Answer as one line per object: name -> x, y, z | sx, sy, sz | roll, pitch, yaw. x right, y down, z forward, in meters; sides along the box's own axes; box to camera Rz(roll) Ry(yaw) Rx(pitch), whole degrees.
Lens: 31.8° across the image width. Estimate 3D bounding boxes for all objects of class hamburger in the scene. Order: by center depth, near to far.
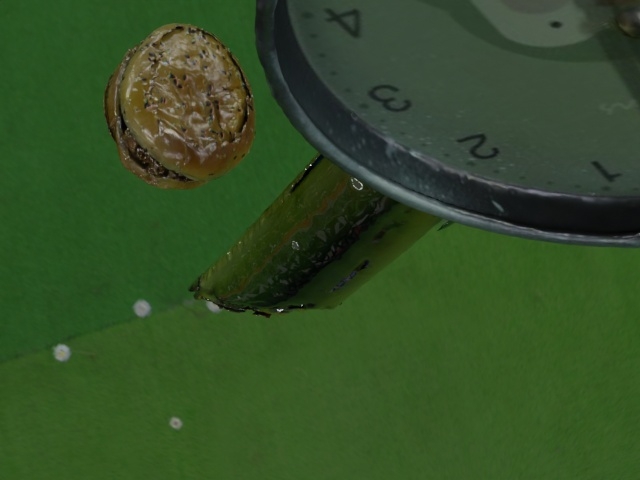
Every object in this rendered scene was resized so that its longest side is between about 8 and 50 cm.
hamburger -> -0.145, -0.149, 1.216 | 0.185, 0.113, 0.177 | -37, 91, -35

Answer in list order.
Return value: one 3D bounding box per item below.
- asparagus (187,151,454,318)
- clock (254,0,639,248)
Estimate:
asparagus -> 0.000, 0.000, 1.028 | 0.128, 0.382, 0.108 | 37, 48, -10
clock -> 0.130, -0.090, 0.454 | 0.319, 0.319, 0.066 | 3, 65, 9
